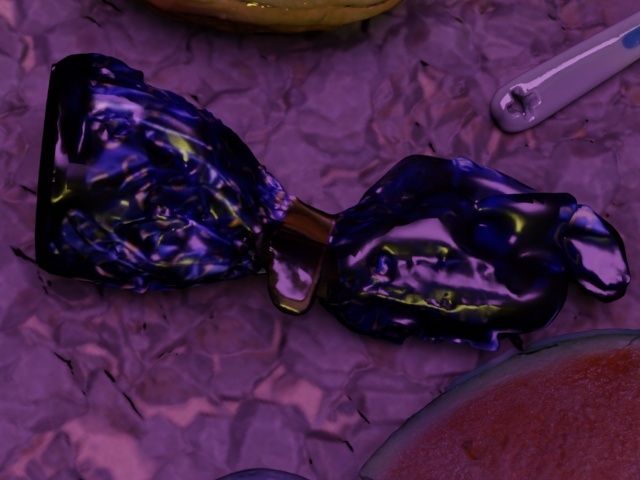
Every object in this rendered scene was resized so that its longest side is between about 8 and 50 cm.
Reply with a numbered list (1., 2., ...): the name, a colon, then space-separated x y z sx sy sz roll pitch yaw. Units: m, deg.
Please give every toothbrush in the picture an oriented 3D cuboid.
1. toothbrush: 0.264 -0.169 1.136 0.386 0.040 0.040 -30 75 -10

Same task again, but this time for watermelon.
1. watermelon: 0.127 0.123 0.988 0.231 0.128 0.146 -38 52 -15

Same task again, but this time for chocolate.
1. chocolate: 0.005 -0.001 1.021 0.343 0.126 0.148 14 32 -6

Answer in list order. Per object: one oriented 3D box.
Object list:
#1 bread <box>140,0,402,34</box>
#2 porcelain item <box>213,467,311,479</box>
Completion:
1. bread: -0.035 -0.217 1.082 0.236 0.120 0.198 5 69 -2
2. porcelain item: 0.008 0.197 0.903 0.259 0.141 0.141 16 68 30
